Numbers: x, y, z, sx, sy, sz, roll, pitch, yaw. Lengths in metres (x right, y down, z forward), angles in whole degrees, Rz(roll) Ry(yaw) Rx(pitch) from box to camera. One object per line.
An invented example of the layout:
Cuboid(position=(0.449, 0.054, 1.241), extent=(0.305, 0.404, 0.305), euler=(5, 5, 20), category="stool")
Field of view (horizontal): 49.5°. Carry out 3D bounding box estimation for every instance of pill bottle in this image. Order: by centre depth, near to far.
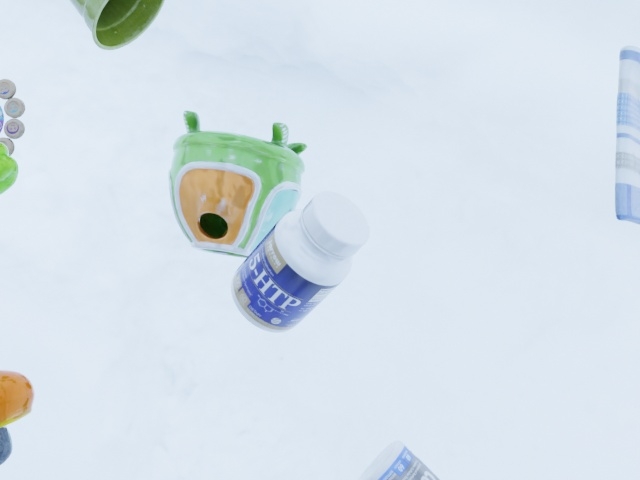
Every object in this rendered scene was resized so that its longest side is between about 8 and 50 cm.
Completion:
Cuboid(position=(0.115, 0.309, 0.811), extent=(0.137, 0.078, 0.078), euler=(43, 104, 8), category="pill bottle")
Cuboid(position=(-0.025, 0.026, 0.887), extent=(0.112, 0.112, 0.186), euler=(50, 127, 10), category="pill bottle")

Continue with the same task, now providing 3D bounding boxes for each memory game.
Cuboid(position=(-0.612, -0.214, 1.229), extent=(0.186, 0.012, 0.186), euler=(0, 86, 3), category="memory game")

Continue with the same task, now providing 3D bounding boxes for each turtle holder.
Cuboid(position=(-0.161, -0.085, 1.271), extent=(0.243, 0.320, 0.227), euler=(9, 84, -16), category="turtle holder")

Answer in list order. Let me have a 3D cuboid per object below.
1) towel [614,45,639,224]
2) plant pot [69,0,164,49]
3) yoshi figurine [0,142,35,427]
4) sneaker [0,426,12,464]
Cuboid(position=(0.547, -0.165, 1.153), extent=(0.034, 0.209, 0.285), euler=(0, 85, 48), category="towel")
Cuboid(position=(-0.189, -0.223, 0.598), extent=(0.079, 0.083, 0.083), euler=(44, 104, 5), category="plant pot")
Cuboid(position=(-0.335, -0.017, 0.514), extent=(0.203, 0.203, 0.362), euler=(-16, 89, -2), category="yoshi figurine")
Cuboid(position=(-0.588, 0.341, 1.129), extent=(0.283, 0.110, 0.122), euler=(-4, 124, 29), category="sneaker")
